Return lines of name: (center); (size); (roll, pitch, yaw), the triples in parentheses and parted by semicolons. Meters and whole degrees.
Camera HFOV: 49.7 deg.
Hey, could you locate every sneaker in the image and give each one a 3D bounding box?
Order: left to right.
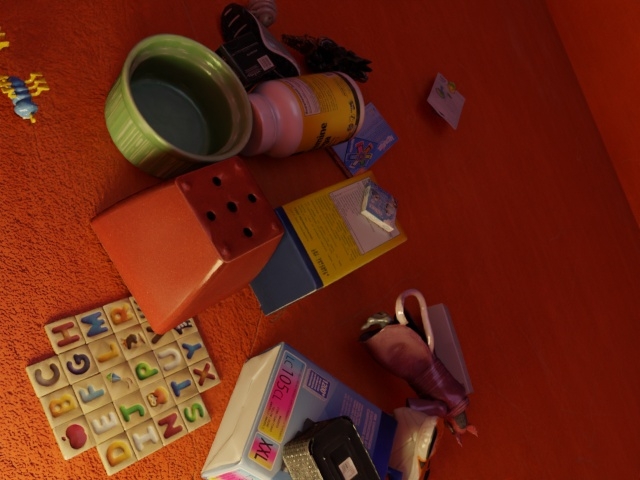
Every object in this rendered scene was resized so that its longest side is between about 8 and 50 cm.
sneaker: (-0.155, -0.503, 1.811); (0.271, 0.100, 0.108); (47, 21, -9)
sneaker: (0.180, 0.489, 1.536); (0.099, 0.121, 0.262); (3, 107, -61)

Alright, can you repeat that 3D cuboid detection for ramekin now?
ramekin: (-0.312, -0.276, 1.494); (0.303, 0.148, 0.303); (20, 56, -33)

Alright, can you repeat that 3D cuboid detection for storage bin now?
storage bin: (0.027, 0.427, 1.264); (0.122, 0.084, 0.180); (-24, 87, -44)

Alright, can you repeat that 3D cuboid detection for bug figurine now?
bug figurine: (-0.654, -0.294, 1.250); (0.279, 0.072, 0.216); (-14, 72, -41)

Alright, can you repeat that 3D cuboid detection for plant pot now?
plant pot: (-0.233, -0.016, 1.356); (0.267, 0.235, 0.267); (-30, 88, -47)

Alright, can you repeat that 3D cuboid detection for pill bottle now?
pill bottle: (-0.062, -0.306, 1.703); (0.334, 0.188, 0.188); (-21, 83, -41)

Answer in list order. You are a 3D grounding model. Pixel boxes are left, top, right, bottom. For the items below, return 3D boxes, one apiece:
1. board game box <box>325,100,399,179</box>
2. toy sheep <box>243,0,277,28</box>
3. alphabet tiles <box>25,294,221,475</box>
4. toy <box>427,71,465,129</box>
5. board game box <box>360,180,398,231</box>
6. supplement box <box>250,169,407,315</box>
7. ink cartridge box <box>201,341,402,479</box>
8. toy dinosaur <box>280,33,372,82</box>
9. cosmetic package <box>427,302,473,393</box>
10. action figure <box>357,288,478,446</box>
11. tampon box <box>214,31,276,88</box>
board game box: (0.117, -0.286, 1.976); (0.145, 0.027, 0.281); (52, 44, -6)
toy sheep: (-0.161, -0.624, 1.865); (0.091, 0.091, 0.132); (12, 56, -38)
alphabet tiles: (-0.349, 0.250, 1.280); (0.342, 0.011, 0.285); (-19, 82, -46)
toy: (0.408, -0.458, 2.312); (0.137, 0.056, 0.237); (42, 41, -12)
board game box: (0.138, -0.079, 1.607); (0.090, 0.020, 0.090); (32, 52, -26)
supplement box: (0.000, 0.000, 1.598); (0.356, 0.195, 0.194); (-25, 87, -46)
ink cartridge box: (-0.006, 0.430, 1.401); (0.395, 0.151, 0.270); (39, 47, -22)
toy dinosaur: (0.016, -0.495, 1.939); (0.322, 0.164, 0.218); (-5, 48, -29)
cosmetic package: (0.335, 0.291, 1.820); (0.099, 0.060, 0.239); (28, 45, -67)
action figure: (0.259, 0.307, 1.632); (0.370, 0.276, 0.248); (49, 37, 9)
tampon box: (-0.211, -0.395, 1.640); (0.101, 0.161, 0.120); (54, 45, -7)
